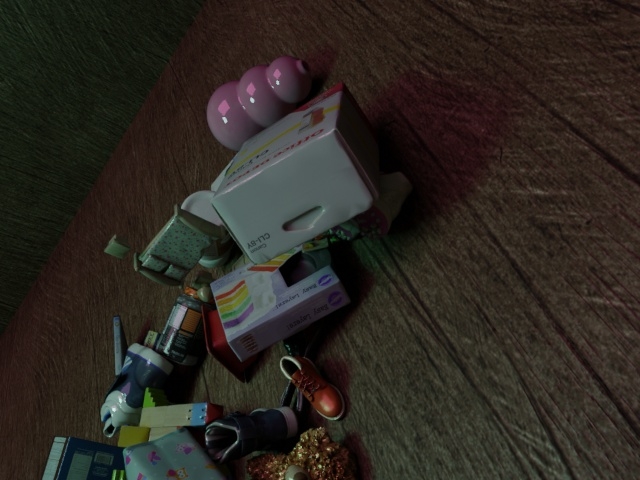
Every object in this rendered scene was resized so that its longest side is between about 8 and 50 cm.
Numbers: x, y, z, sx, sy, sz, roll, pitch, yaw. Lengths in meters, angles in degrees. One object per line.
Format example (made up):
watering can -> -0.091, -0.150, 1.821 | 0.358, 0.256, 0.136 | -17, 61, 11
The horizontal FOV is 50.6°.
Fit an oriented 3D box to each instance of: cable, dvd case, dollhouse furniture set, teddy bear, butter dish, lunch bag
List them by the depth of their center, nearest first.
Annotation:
teddy bear -> -0.072, 0.488, 1.222 | 0.338, 0.113, 0.245 | -36, 44, 38
lunch bag -> -0.252, 0.522, 1.249 | 0.223, 0.160, 0.262 | 26, 123, 52
cable -> -0.032, 0.243, 1.409 | 0.139, 0.072, 0.287 | -20, 64, 27
butter dish -> -0.190, 0.219, 1.569 | 0.118, 0.160, 0.160 | -29, 41, 9
dollhouse furniture set -> -0.274, 0.035, 1.590 | 0.303, 0.355, 0.174 | -46, 38, 26
dvd case -> -0.593, 0.374, 2.038 | 0.253, 0.022, 0.180 | -114, 18, -50

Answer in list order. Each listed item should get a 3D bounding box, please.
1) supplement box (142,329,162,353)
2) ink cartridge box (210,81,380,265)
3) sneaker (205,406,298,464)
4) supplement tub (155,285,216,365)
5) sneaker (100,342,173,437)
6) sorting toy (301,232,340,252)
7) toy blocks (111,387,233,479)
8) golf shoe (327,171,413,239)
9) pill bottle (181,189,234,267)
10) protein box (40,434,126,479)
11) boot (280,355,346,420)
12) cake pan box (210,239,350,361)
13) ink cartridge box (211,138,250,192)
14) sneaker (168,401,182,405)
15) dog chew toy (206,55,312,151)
supplement box -> -0.445, 0.295, 1.914 | 0.083, 0.083, 0.056 | -1, 69, 55
ink cartridge box -> -0.035, -0.149, 1.364 | 0.279, 0.160, 0.384 | -28, 20, 15
sneaker -> -0.163, 0.388, 1.341 | 0.226, 0.163, 0.086 | -43, 62, 55
supplement tub -> -0.349, 0.225, 1.793 | 0.117, 0.117, 0.190 | 14, 80, 57
sneaker -> -0.514, 0.406, 1.808 | 0.236, 0.130, 0.323 | -56, 14, -20
sorting toy -> 0.000, 0.000, 1.447 | 0.083, 0.012, 0.062 | -13, 29, 2
toy blocks -> -0.304, 0.517, 1.501 | 0.261, 0.191, 0.381 | -15, 61, 39
golf shoe -> 0.079, -0.077, 1.416 | 0.140, 0.115, 0.306 | -47, 24, -20
pill bottle -> -0.293, -0.021, 1.788 | 0.229, 0.131, 0.131 | 98, 178, -62
protein box -> -0.642, 0.654, 1.844 | 0.136, 0.200, 0.201 | -17, 55, 50
boot -> -0.018, 0.279, 1.289 | 0.059, 0.084, 0.158 | -50, 53, 3
cake pan box -> -0.087, 0.107, 1.424 | 0.267, 0.070, 0.246 | -28, 32, -2
ink cartridge box -> -0.171, -0.171, 1.789 | 0.231, 0.134, 0.078 | -45, 37, 28
sneaker -> -0.384, 0.452, 1.751 | 0.086, 0.064, 0.192 | -42, 26, 1
dog chew toy -> -0.160, -0.388, 1.874 | 0.332, 0.206, 0.206 | -31, 44, 30
